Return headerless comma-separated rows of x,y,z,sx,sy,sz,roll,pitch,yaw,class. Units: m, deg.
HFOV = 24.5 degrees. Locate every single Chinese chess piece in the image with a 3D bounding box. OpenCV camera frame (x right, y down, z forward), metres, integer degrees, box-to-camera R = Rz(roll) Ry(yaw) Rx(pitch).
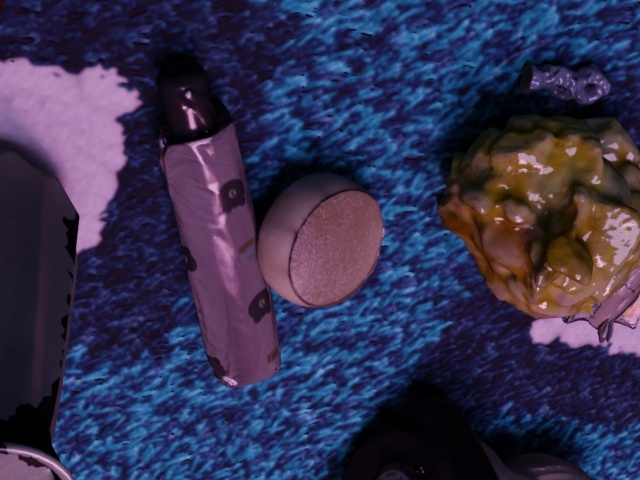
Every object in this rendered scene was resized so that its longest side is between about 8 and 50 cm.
0.000,0.000,1.307,0.122,0.051,0.122,-23,126,-35,Chinese chess piece

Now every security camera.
0.173,0.296,1.529,0.277,0.197,0.191,16,121,-35,security camera

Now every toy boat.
0.296,0.001,1.407,0.084,0.066,0.210,7,123,-21,toy boat

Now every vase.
-0.254,0.078,1.128,0.165,0.360,0.165,-7,128,-10,vase

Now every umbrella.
-0.090,-0.008,1.297,0.073,0.067,0.337,-20,128,-14,umbrella

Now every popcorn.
0.202,-0.022,1.292,0.167,0.185,0.187,-32,151,25,popcorn

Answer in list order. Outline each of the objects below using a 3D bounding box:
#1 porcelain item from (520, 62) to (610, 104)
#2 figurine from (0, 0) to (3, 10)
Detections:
0.219,-0.139,1.305,0.083,0.028,0.036,3,123,-18,porcelain item
-0.360,-0.166,1.081,0.234,0.127,0.185,-47,132,8,figurine
